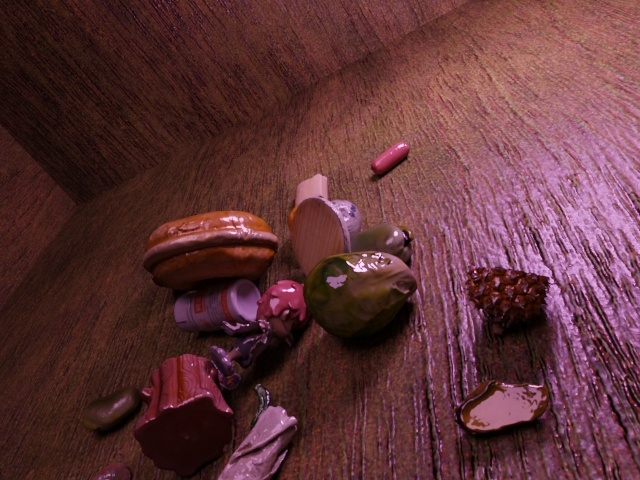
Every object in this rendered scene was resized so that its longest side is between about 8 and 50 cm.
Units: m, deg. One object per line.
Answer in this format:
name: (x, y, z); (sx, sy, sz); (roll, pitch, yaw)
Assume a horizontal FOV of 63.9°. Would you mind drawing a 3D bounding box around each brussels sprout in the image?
brussels sprout: (0.097, 0.123, 1.255); (0.271, 0.210, 0.219); (-22, 8, -2)

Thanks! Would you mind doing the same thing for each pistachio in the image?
pistachio: (0.328, 0.300, 0.936); (0.173, 0.049, 0.089); (-21, 55, 16)

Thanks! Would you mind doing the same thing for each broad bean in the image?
broad bean: (-0.618, 0.495, 1.507); (0.174, 0.082, 0.124); (-29, 29, 10)
broad bean: (0.160, 0.017, 1.447); (0.228, 0.100, 0.169); (-19, 33, 28)

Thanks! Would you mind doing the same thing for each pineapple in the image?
pineapple: (0.384, 0.129, 1.070); (0.176, 0.161, 0.137); (9, 87, 44)

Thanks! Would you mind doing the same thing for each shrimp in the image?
shrimp: (-0.549, 0.654, 1.261); (0.126, 0.047, 0.223); (-2, 41, 27)

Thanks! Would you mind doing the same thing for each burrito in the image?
burrito: (-0.177, 0.523, 1.062); (0.117, 0.076, 0.392); (3, 46, 44)

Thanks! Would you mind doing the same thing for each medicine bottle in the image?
medicine bottle: (-0.317, 0.207, 1.579); (0.252, 0.144, 0.144); (-18, 34, 30)

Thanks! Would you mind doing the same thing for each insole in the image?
insole: (-0.284, 0.378, 1.438); (0.197, 0.004, 0.065); (8, 49, 49)

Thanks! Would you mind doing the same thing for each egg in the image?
egg: (0.055, -0.043, 1.583); (0.141, 0.141, 0.182); (-14, 47, 30)

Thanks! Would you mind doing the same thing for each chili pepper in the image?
chili pepper: (-0.141, 0.402, 1.247); (0.055, 0.035, 0.118); (-31, 38, 29)

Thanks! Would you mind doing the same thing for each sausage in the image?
sausage: (0.250, -0.295, 1.835); (0.154, 0.062, 0.062); (-38, 31, -5)

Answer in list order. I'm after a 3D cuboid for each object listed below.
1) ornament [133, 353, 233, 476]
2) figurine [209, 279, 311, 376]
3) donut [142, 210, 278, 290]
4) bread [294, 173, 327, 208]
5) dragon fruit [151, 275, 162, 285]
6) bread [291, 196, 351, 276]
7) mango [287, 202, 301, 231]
ornament: (-0.335, 0.409, 1.253); (0.221, 0.235, 0.217); (7, 18, -19)
figurine: (-0.119, 0.214, 1.380); (0.387, 0.166, 0.207); (-34, -2, -28)
donut: (-0.340, 0.040, 1.597); (0.449, 0.449, 0.198); (-17, 77, 26)
bread: (-0.037, -0.171, 1.929); (0.139, 0.060, 0.178); (-25, 32, 14)
dragon fruit: (-0.517, 0.088, 1.938); (0.189, 0.163, 0.262); (-52, 16, 45)
bread: (0.000, 0.000, 1.510); (0.040, 0.267, 0.267); (-8, 13, -37)
mango: (-0.038, -0.051, 1.716); (0.147, 0.109, 0.227); (-3, 35, 3)
